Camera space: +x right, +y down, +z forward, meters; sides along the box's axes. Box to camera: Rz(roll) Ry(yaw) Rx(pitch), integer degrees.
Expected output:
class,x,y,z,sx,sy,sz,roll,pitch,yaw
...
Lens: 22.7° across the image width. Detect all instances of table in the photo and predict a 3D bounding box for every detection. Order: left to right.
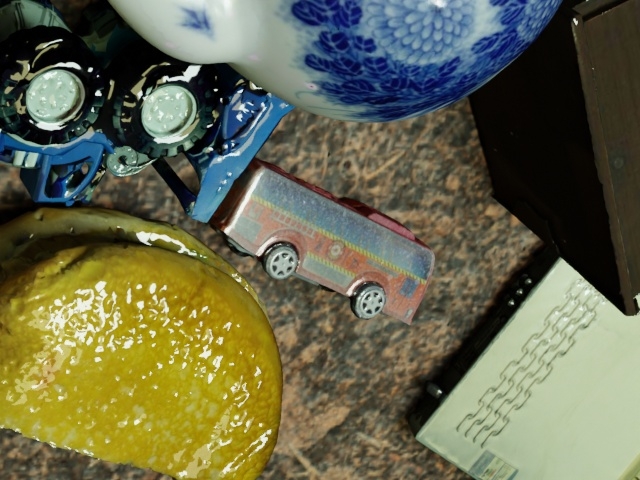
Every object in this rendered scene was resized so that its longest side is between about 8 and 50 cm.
class,x,y,z,sx,sy,sz,roll,pitch,yaw
table,0.263,-0.145,1.134,0.282,0.196,0.251,-27,125,-12

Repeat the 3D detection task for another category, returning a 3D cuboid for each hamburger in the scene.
class,x,y,z,sx,sy,sz,roll,pitch,yaw
hamburger,-0.127,0.061,1.087,0.283,0.144,0.157,22,96,-36

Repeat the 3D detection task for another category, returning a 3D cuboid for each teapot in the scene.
class,x,y,z,sx,sy,sz,roll,pitch,yaw
teapot,0.027,-0.217,0.905,0.424,0.252,0.280,-34,142,-23

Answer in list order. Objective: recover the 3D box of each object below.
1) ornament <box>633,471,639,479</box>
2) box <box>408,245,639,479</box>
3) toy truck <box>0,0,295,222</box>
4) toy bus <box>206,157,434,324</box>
class,x,y,z,sx,sy,sz,roll,pitch,yaw
ornament,0.327,0.173,1.437,0.180,0.059,0.201,-30,125,-10
box,0.221,0.098,1.316,0.211,0.045,0.270,34,99,-17
toy truck,-0.126,-0.085,1.018,0.208,0.113,0.126,0,117,-27
toy bus,0.000,0.000,1.164,0.192,0.065,0.077,25,97,-36
